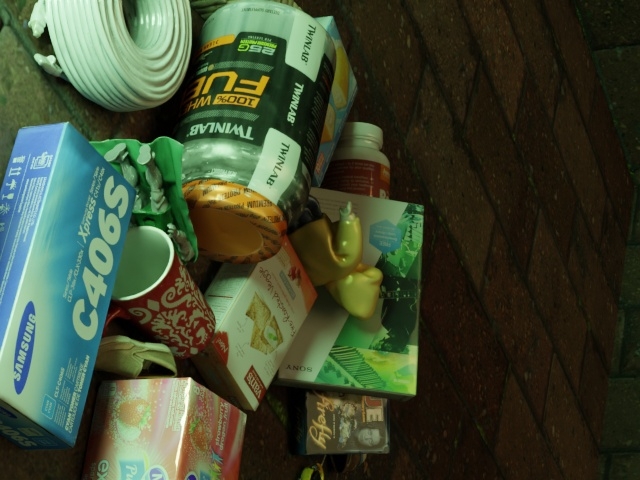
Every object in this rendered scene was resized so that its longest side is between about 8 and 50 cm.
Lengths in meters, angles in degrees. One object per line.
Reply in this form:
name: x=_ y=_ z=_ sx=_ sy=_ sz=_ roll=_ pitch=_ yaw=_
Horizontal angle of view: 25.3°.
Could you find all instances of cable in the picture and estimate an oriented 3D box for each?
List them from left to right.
cable: x=-0.256 y=-0.294 z=1.835 sx=0.257 sy=0.089 sz=0.257 roll=39 pitch=52 yaw=-57

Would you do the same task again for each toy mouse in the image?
toy mouse: x=-0.009 y=0.433 z=2.292 sx=0.161 sy=0.031 sz=0.143 roll=-51 pitch=130 yaw=-55

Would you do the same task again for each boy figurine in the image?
boy figurine: x=0.000 y=0.000 z=2.165 sx=0.285 sy=0.177 sz=0.092 roll=46 pitch=38 yaw=-15

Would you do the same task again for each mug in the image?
mug: x=-0.225 y=0.083 z=1.853 sx=0.113 sy=0.150 sz=0.169 roll=58 pitch=0 yaw=40

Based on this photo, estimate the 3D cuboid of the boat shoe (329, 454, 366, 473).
boat shoe: x=0.033 y=0.301 z=2.363 sx=0.066 sy=0.066 sz=0.183 roll=-36 pitch=115 yaw=-54

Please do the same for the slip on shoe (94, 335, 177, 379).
slip on shoe: x=-0.239 y=0.154 z=1.796 sx=0.135 sy=0.051 sz=0.041 roll=13 pitch=33 yaw=-45

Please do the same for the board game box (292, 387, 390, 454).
board game box: x=0.033 y=0.224 z=2.313 sx=0.165 sy=0.042 sz=0.243 roll=4 pitch=80 yaw=-32

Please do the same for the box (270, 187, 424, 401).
box: x=0.044 y=0.083 z=2.268 sx=0.058 sy=0.232 sz=0.322 roll=141 pitch=-45 yaw=-67

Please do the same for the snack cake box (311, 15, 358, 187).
snack cake box: x=-0.030 y=-0.223 z=2.288 sx=0.264 sy=0.089 sz=0.152 roll=-69 pitch=148 yaw=-44

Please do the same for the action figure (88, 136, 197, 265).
action figure: x=-0.215 y=-0.030 z=1.861 sx=0.232 sy=0.137 sz=0.063 roll=74 pitch=31 yaw=-42

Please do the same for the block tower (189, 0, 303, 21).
block tower: x=-0.141 y=-0.381 z=2.091 sx=0.335 sy=0.091 sz=0.097 roll=45 pitch=46 yaw=-53

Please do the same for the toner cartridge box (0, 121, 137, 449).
toner cartridge box: x=-0.319 y=0.052 z=1.661 sx=0.165 sy=0.075 sz=0.348 roll=48 pitch=44 yaw=-50

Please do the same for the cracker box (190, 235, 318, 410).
cracker box: x=-0.101 y=0.110 z=2.078 sx=0.232 sy=0.067 sz=0.156 roll=-61 pitch=139 yaw=-34

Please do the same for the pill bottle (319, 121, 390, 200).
pill bottle: x=0.057 y=-0.084 z=2.415 sx=0.121 sy=0.121 sz=0.216 roll=29 pitch=60 yaw=-60

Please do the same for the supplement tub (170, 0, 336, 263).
supplement tub: x=-0.101 y=-0.151 z=1.998 sx=0.207 sy=0.207 sz=0.338 roll=53 pitch=39 yaw=-48

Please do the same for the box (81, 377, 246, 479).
box: x=-0.205 y=0.334 z=1.772 sx=0.154 sy=0.142 sz=0.300 roll=44 pitch=47 yaw=-53
